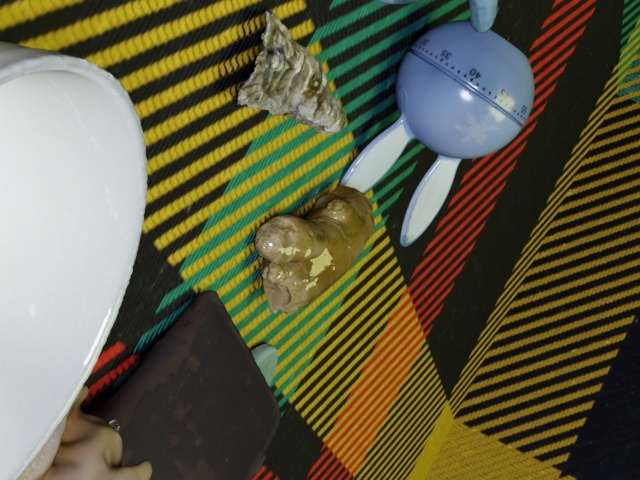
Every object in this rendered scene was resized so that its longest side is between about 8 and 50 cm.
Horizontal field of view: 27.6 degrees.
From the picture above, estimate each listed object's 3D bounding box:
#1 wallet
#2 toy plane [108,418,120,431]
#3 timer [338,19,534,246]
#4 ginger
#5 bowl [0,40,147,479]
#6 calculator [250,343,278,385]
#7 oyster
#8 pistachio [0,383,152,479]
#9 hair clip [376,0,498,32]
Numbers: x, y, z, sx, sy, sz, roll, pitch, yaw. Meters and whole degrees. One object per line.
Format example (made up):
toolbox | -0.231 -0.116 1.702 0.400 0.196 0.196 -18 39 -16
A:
wallet | -0.133 0.188 1.142 0.165 0.042 0.309 62 35 -20
toy plane | -0.240 0.173 0.919 0.197 0.078 0.053 -41 155 -23
timer | 0.132 -0.141 1.505 0.255 0.175 0.175 -43 173 27
ginger | -0.004 0.014 1.375 0.205 0.081 0.115 -26 106 -52
bowl | -0.219 0.013 0.658 0.277 0.145 0.277 -52 156 -34
calculator | -0.087 0.167 1.427 0.153 0.021 0.095 -43 151 -57
oyster | -0.022 -0.144 1.151 0.200 0.061 0.106 -16 127 -67
pistachio | -0.240 0.200 0.791 0.293 0.162 0.181 -44 -164 -19
hair clip | 0.072 -0.321 0.918 0.318 0.238 0.392 -56 160 -22
